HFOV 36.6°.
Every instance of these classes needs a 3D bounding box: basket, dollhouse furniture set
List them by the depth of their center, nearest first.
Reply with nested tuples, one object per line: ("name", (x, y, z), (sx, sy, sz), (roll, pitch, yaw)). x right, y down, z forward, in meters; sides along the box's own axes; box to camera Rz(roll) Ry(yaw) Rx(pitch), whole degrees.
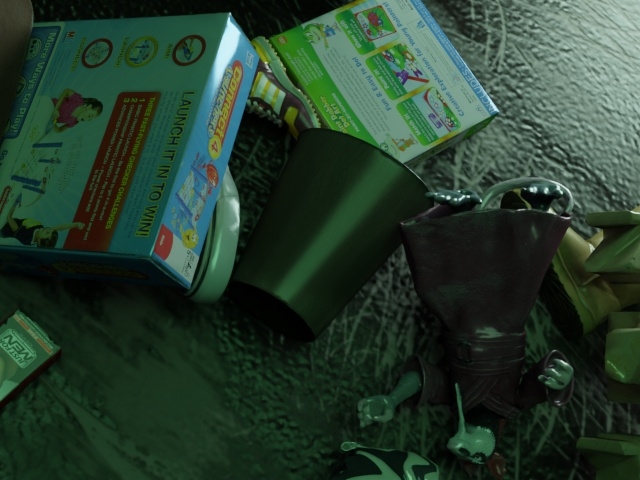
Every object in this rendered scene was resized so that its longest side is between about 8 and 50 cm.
("dollhouse furniture set", (0.542, 0.149, 1.163), (0.256, 0.394, 0.362), (10, 80, -41))
("basket", (0.000, 0.000, 1.205), (0.204, 0.154, 0.227), (25, 67, 20))

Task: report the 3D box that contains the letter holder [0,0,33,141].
("letter holder", (-0.424, -0.151, 1.079), (0.151, 0.214, 0.302), (2, 60, 8))

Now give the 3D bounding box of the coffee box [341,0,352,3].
("coffee box", (-0.010, -0.603, 1.333), (0.337, 0.334, 0.338), (24, 67, -7))

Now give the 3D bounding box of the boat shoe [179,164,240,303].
("boat shoe", (-0.181, -0.078, 1.193), (0.119, 0.121, 0.335), (10, 55, -32))

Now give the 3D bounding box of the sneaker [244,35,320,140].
("sneaker", (-0.071, -0.185, 1.307), (0.083, 0.069, 0.185), (-29, 73, -16))

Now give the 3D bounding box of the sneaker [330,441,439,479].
("sneaker", (0.038, 0.340, 1.115), (0.153, 0.094, 0.235), (22, 65, -6))

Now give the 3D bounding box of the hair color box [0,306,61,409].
("hair color box", (-0.371, 0.149, 1.096), (0.072, 0.043, 0.141), (44, 65, 2))

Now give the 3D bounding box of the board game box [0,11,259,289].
("board game box", (-0.254, -0.108, 1.112), (0.301, 0.086, 0.308), (4, 66, 25))

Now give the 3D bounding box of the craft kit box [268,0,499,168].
("craft kit box", (0.087, -0.221, 1.370), (0.246, 0.061, 0.250), (-28, 79, -26))

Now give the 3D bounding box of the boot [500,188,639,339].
("boot", (0.407, -0.011, 1.368), (0.269, 0.089, 0.236), (-26, 91, -23))

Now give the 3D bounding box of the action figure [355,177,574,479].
("action figure", (0.191, 0.115, 1.203), (0.248, 0.275, 0.370), (2, 103, 15))
